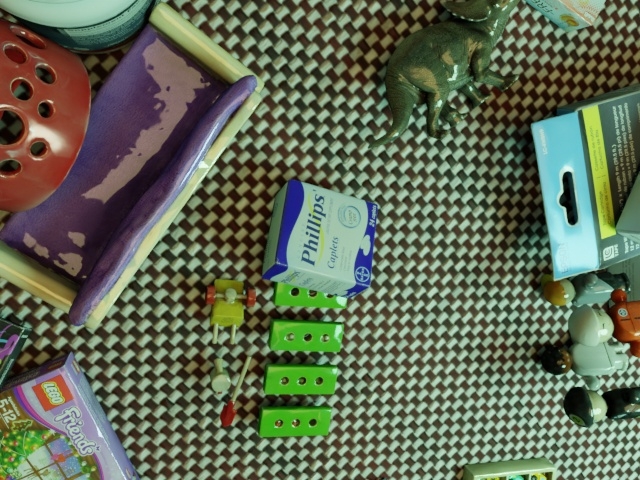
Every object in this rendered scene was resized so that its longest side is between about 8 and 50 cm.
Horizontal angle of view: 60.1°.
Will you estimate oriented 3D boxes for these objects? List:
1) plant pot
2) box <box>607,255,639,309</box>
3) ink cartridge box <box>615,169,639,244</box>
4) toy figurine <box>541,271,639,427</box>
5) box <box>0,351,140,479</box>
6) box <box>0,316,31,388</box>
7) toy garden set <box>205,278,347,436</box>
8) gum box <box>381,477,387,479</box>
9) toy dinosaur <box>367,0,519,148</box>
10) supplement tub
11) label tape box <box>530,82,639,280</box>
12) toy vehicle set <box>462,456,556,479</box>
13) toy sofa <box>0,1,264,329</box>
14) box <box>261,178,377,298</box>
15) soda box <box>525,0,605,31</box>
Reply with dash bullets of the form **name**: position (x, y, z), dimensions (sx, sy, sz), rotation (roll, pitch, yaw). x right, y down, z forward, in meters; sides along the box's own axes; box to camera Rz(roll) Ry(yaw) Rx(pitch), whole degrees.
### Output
- **plant pot**: position (-0.353, -0.138, 0.539), dimensions (0.174, 0.191, 0.191), rotation (23, 95, -59)
- **box**: position (0.606, 0.080, 0.941), dimensions (0.181, 0.119, 0.181), rotation (-13, 103, -12)
- **ink cartridge box**: position (0.543, -0.076, 0.795), dimensions (0.148, 0.086, 0.203), rotation (21, 91, -16)
- **toy figurine**: position (0.432, 0.161, 0.866), dimensions (0.148, 0.209, 0.212), rotation (-6, 108, 3)
- **box**: position (-0.376, 0.324, 0.756), dimensions (0.201, 0.057, 0.293), rotation (-23, 105, -9)
- **box**: position (-0.452, 0.162, 0.684), dimensions (0.116, 0.029, 0.162), rotation (23, 78, 0)
- **toy garden set**: position (-0.075, 0.165, 0.815), dimensions (0.204, 0.049, 0.244), rotation (5, 100, -18)
- **gum box**: position (0.060, 0.506, 0.915), dimensions (0.185, 0.041, 0.156), rotation (-25, 105, -9)
- **toy dinosaur**: position (0.168, -0.243, 0.786), dimensions (0.314, 0.121, 0.160), rotation (-38, 95, -1)
- **supplement tub**: position (-0.258, -0.304, 0.560), dimensions (0.191, 0.272, 0.191), rotation (-3, 100, -14)
- **label tape box**: position (0.476, -0.109, 0.878), dimensions (0.348, 0.115, 0.249), rotation (-17, 103, -9)
- **toy vehicle set**: position (0.327, 0.525, 0.992), dimensions (0.166, 0.035, 0.266), rotation (0, 100, -15)
- **toy sofa**: position (-0.232, -0.087, 0.659), dimensions (0.150, 0.177, 0.362), rotation (36, 90, -18)
- **box**: position (0.000, 0.000, 0.766), dimensions (0.137, 0.072, 0.126), rotation (14, 68, -16)
- **soda box**: position (0.331, -0.386, 0.815), dimensions (0.183, 0.058, 0.062), rotation (27, 92, -19)
